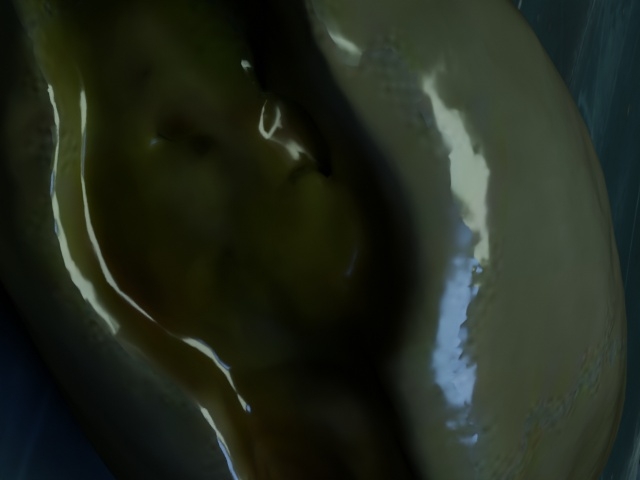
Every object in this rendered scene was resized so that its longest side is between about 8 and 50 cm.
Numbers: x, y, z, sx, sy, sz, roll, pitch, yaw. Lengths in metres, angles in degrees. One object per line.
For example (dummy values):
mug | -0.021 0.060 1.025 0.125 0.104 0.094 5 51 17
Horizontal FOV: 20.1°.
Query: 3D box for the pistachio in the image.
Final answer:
pistachio | 0.000 0.000 0.526 0.197 0.166 0.288 -99 174 -45
